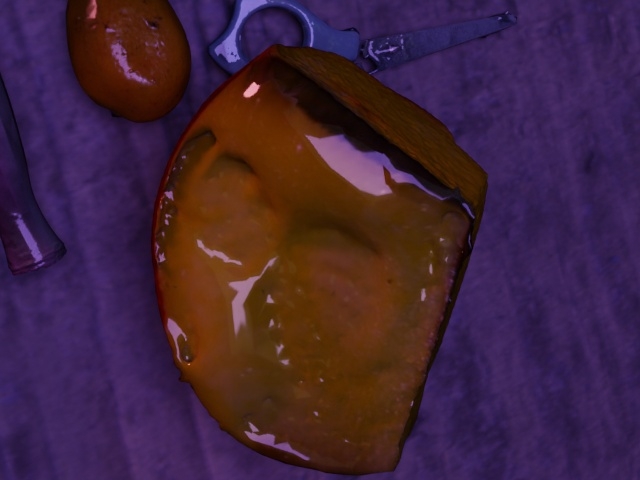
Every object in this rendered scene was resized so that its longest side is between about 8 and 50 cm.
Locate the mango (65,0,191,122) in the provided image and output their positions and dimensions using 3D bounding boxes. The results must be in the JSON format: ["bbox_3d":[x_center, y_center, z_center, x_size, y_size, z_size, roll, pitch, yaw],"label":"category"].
[{"bbox_3d":[-0.189,-0.193,0.943,0.115,0.089,0.165,-31,101,-15],"label":"mango"}]

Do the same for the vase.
[{"bbox_3d":[-0.309,-0.072,0.922,0.086,0.086,0.214,-25,107,-15],"label":"vase"}]

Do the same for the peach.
[{"bbox_3d":[0.000,0.000,0.946,0.306,0.242,0.381,11,113,4],"label":"peach"}]

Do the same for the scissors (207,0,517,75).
[{"bbox_3d":[0.058,-0.199,1.059,0.360,0.029,0.191,-18,105,-18],"label":"scissors"}]
